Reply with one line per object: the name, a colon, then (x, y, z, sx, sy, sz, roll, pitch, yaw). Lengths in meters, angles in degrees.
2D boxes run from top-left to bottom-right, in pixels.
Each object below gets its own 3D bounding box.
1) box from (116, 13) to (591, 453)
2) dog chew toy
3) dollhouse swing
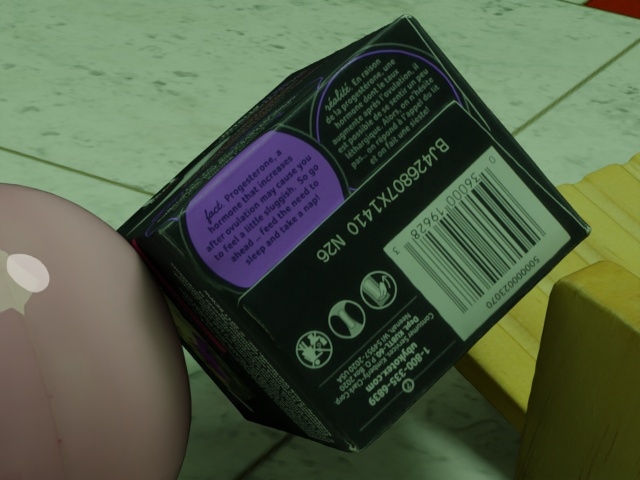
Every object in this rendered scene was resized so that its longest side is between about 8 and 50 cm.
box: (0.000, 0.000, 1.040, 0.165, 0.143, 0.270, -42, 7, -10)
dog chew toy: (-0.232, 0.095, 0.926, 0.332, 0.206, 0.206, -16, 32, -24)
dollhouse swing: (0.240, -0.017, 1.075, 0.347, 0.315, 0.305, -22, 55, -18)
